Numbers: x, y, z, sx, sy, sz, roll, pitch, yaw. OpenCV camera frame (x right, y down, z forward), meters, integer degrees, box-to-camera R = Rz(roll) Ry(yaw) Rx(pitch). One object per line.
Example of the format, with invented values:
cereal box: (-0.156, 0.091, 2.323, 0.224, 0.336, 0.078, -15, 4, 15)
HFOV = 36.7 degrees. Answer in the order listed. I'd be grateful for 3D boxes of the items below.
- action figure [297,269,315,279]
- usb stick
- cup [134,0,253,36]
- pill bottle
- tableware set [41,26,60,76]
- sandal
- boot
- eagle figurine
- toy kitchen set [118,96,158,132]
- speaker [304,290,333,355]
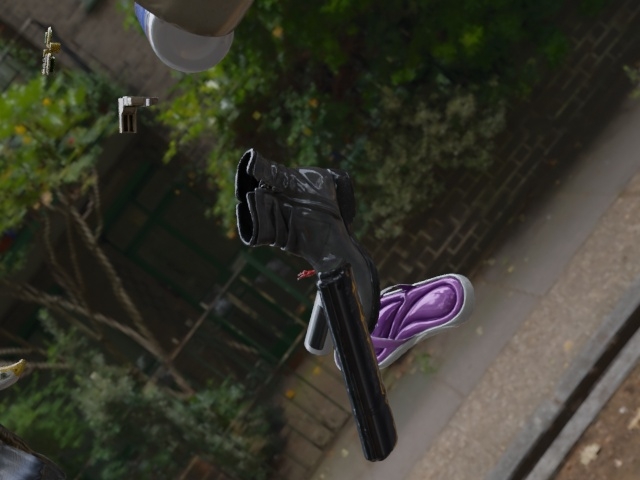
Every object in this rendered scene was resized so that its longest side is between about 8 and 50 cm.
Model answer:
action figure: (0.000, 0.000, 2.157, 0.139, 0.091, 0.280, -11, 21, -4)
usb stick: (0.049, 0.160, 1.274, 0.045, 0.278, 0.077, -9, 16, 23)
cup: (-0.175, -0.501, 1.406, 0.237, 0.331, 0.331, -40, 9, 29)
pill bottle: (-0.261, -0.422, 1.786, 0.152, 0.152, 0.272, -52, 32, 13)
tableware set: (-0.571, -0.401, 2.052, 0.154, 0.024, 0.104, -152, 68, -67)
sandal: (0.165, 0.177, 2.215, 0.416, 0.102, 0.169, -33, 53, 33)
boot: (-0.035, 0.012, 1.639, 0.118, 0.223, 0.338, -43, 53, 42)
eagle figurine: (-0.478, 0.239, 1.303, 0.226, 0.298, 0.225, -12, -17, -48)
toy kitchen set: (-0.379, -0.264, 2.030, 0.083, 0.068, 0.075, 11, 103, 60)
speaker: (0.010, 0.143, 1.771, 0.055, 0.055, 0.136, -58, -15, -56)
